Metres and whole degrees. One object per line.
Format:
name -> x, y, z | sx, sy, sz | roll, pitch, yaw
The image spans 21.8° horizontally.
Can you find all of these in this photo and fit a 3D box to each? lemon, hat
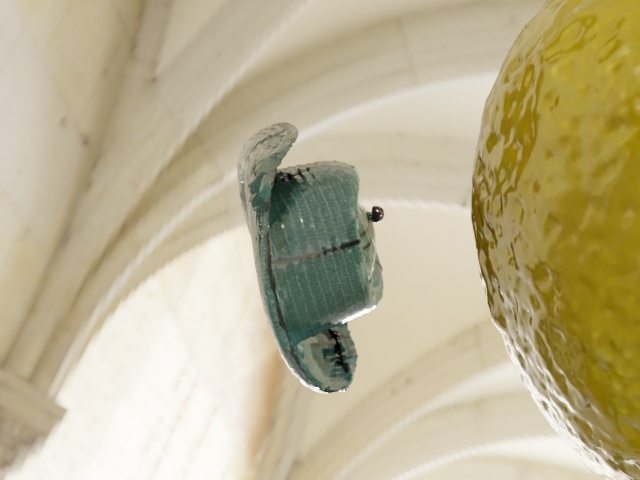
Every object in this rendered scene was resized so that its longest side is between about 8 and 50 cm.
lemon -> 0.193, 0.000, 0.696 | 0.253, 0.253, 0.310 | -2, -72, 47
hat -> 0.000, 0.000, 0.918 | 0.078, 0.191, 0.138 | -17, -67, 0
